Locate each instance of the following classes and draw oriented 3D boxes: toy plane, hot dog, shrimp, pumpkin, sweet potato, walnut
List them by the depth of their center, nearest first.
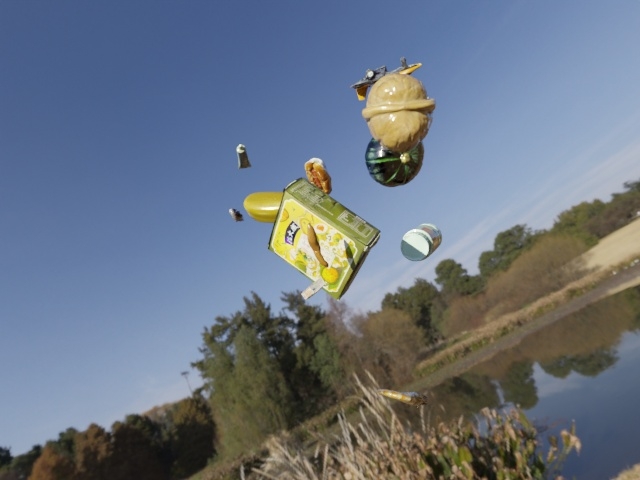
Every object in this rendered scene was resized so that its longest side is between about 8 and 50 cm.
[{"bbox_3d":[-0.017,0.021,1.580,0.044,0.179,0.044,-18,16,5],"label":"sweet potato"},{"bbox_3d":[0.301,-0.488,1.701,0.284,0.297,0.285,-6,8,1],"label":"walnut"},{"bbox_3d":[0.354,0.670,1.904,0.168,0.058,0.296,1,-20,40],"label":"shrimp"},{"bbox_3d":[0.295,-0.751,2.005,0.315,0.103,0.204,-23,9,21],"label":"toy plane"},{"bbox_3d":[0.368,-0.412,2.156,0.314,0.316,0.238,-21,20,-18],"label":"pumpkin"},{"bbox_3d":[-0.007,-0.355,2.515,0.075,0.144,0.268,-59,-32,-30],"label":"hot dog"},{"bbox_3d":[-0.486,-0.141,2.596,0.056,0.065,0.165,-36,-16,-1],"label":"shrimp"}]

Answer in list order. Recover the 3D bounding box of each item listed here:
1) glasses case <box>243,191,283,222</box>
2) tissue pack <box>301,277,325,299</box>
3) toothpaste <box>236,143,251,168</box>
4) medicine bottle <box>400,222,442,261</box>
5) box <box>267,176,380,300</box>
[{"bbox_3d":[-0.282,-0.201,2.608,0.370,0.174,0.141,2,-33,22],"label":"glasses case"},{"bbox_3d":[-0.025,0.167,1.529,0.063,0.035,0.083,-37,-4,-33],"label":"tissue pack"},{"bbox_3d":[-0.314,-0.337,1.791,0.056,0.035,0.197,-10,-15,-7],"label":"toothpaste"},{"bbox_3d":[0.509,0.008,2.235,0.158,0.158,0.318,-35,-7,27],"label":"medicine bottle"},{"bbox_3d":[0.000,0.000,1.862,0.138,0.420,0.373,-43,-17,-41],"label":"box"}]
